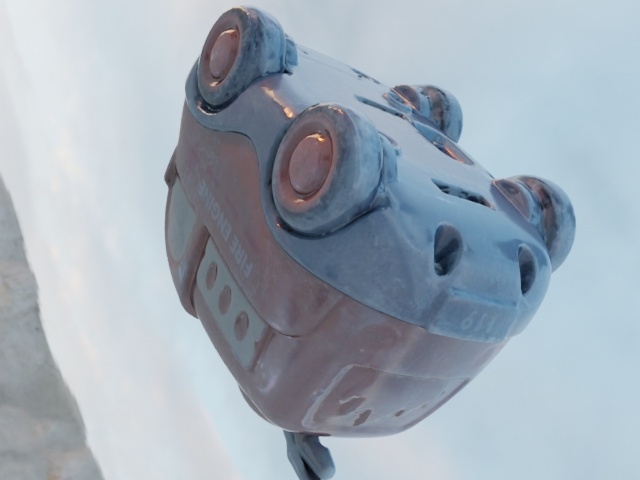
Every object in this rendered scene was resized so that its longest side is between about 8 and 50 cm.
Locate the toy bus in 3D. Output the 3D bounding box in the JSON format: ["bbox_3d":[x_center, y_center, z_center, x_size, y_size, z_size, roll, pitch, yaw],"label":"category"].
[{"bbox_3d":[0.000,0.000,0.538,0.231,0.197,0.294,-59,-138,22],"label":"toy bus"}]
